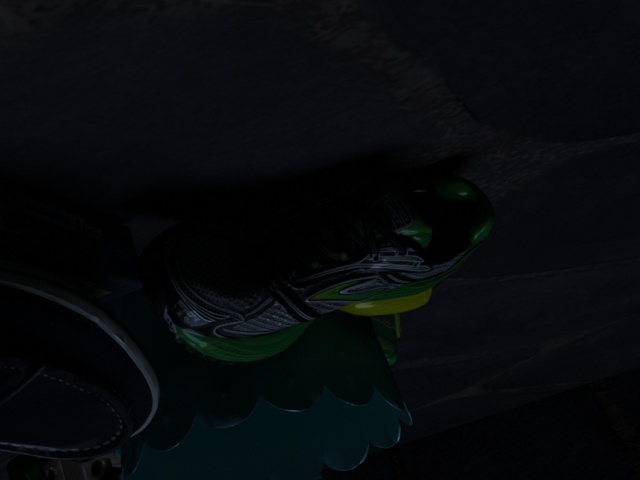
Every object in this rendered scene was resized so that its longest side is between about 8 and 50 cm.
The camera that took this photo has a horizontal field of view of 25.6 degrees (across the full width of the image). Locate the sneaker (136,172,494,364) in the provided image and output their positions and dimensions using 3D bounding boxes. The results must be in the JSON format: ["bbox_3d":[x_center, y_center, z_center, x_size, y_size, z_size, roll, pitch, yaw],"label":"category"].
[{"bbox_3d":[0.000,0.000,1.180,0.344,0.134,0.146,-15,160,-39],"label":"sneaker"}]

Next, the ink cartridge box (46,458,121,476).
[{"bbox_3d":[-0.221,0.219,1.732,0.212,0.093,0.154,-22,164,27],"label":"ink cartridge box"}]

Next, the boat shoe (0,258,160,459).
[{"bbox_3d":[-0.289,0.086,0.912,0.187,0.156,0.500,-27,149,22],"label":"boat shoe"}]

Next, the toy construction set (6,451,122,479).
[{"bbox_3d":[-0.299,0.307,1.610,0.237,0.257,0.309,6,146,35],"label":"toy construction set"}]

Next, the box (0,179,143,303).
[{"bbox_3d":[-0.271,0.025,1.072,0.183,0.059,0.233,-21,163,18],"label":"box"}]

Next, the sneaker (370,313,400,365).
[{"bbox_3d":[-0.055,0.125,1.513,0.296,0.123,0.109,-16,165,2],"label":"sneaker"}]

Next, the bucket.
[{"bbox_3d":[-0.069,0.124,1.329,0.281,0.183,0.281,-13,156,-6],"label":"bucket"}]
